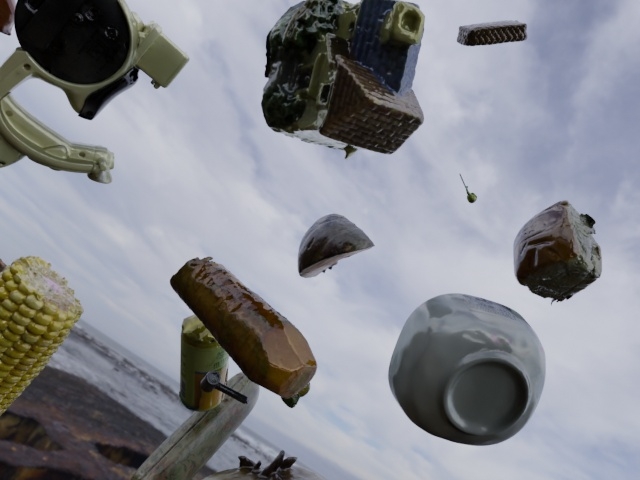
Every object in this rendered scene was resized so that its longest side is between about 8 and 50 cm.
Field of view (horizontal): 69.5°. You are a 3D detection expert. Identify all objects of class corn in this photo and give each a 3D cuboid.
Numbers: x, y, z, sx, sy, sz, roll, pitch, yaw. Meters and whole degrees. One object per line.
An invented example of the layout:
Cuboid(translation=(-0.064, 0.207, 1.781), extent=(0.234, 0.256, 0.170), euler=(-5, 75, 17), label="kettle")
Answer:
Cuboid(translation=(-0.303, 0.123, 0.394), extent=(0.081, 0.248, 0.081), euler=(43, 3, -3), label="corn")

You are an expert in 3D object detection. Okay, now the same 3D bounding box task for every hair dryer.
Cuboid(translation=(-0.153, 0.244, 0.750), extent=(0.083, 0.026, 0.047), euler=(32, -37, -6), label="hair dryer")

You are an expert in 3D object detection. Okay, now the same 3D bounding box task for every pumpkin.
Cuboid(translation=(0.000, 0.000, 1.378), extent=(0.312, 0.148, 0.169), euler=(-29, -107, 47), label="pumpkin")

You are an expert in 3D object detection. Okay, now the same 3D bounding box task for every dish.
Cuboid(translation=(0.240, 0.217, 0.727), extent=(0.256, 0.256, 0.117), euler=(37, 9, -10), label="dish")

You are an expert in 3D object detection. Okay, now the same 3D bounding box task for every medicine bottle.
Cuboid(translation=(-0.274, 0.281, 1.099), extent=(0.124, 0.124, 0.238), euler=(23, -61, 22), label="medicine bottle")

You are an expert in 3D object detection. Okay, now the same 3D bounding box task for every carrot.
Cuboid(translation=(-0.134, 0.136, 0.783), extent=(0.302, 0.114, 0.114), euler=(39, -18, 29), label="carrot")

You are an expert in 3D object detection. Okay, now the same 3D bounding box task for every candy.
Cuboid(translation=(0.547, -0.196, 1.720), extent=(0.123, 0.035, 0.035), euler=(63, -19, -2), label="candy")

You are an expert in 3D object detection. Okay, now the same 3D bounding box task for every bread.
Cuboid(translation=(0.750, 0.031, 1.464), extent=(0.225, 0.250, 0.279), euler=(23, -31, -3), label="bread")

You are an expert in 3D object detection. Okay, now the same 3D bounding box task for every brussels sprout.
Cuboid(translation=(-0.053, 0.296, 0.914), extent=(0.051, 0.046, 0.083), euler=(1, 5, 20), label="brussels sprout")

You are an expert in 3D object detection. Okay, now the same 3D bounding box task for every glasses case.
Cuboid(translation=(-0.320, 0.525, 1.220), extent=(0.098, 0.425, 0.156), euler=(26, -43, 27), label="glasses case")

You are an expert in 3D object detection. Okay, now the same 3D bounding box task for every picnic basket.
Cuboid(translation=(0.513, -0.622, 1.379), extent=(0.193, 0.110, 0.054), euler=(-7, -58, -6), label="picnic basket")

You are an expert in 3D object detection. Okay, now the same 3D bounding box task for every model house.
Cuboid(translation=(0.057, -0.328, 0.890), extent=(0.261, 0.321, 0.266), euler=(8, 9, -32), label="model house")

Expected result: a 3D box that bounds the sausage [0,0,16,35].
Cuboid(translation=(-0.570, -0.490, 0.743), extent=(0.089, 0.083, 0.300), euler=(42, -38, 38), label="sausage")

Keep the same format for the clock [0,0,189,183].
Cuboid(translation=(-0.428, -0.246, 0.781), extent=(0.276, 0.379, 0.120), euler=(34, 10, -38), label="clock")

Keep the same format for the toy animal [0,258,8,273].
Cuboid(translation=(-0.698, 0.106, 1.015), extent=(0.114, 0.255, 0.116), euler=(-31, -105, 36), label="toy animal")

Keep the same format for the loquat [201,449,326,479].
Cuboid(translation=(-0.064, 0.335, 0.494), extent=(0.213, 0.213, 0.213), euler=(27, -24, 13), label="loquat")
